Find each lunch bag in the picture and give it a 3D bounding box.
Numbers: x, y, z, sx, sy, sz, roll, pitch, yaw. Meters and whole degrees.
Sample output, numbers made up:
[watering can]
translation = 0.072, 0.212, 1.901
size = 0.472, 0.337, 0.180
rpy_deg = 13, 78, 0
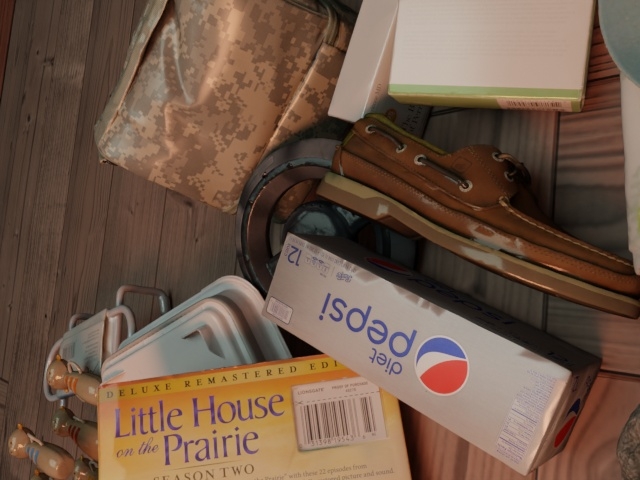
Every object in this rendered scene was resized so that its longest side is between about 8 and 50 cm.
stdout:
[lunch bag]
translation = -0.108, -0.197, 0.789
size = 0.305, 0.256, 0.212
rpy_deg = -56, 46, 25

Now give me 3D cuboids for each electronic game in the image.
[electronic game]
translation = 0.000, 0.000, 0.730
size = 0.229, 0.048, 0.229
rpy_deg = 5, 101, 27

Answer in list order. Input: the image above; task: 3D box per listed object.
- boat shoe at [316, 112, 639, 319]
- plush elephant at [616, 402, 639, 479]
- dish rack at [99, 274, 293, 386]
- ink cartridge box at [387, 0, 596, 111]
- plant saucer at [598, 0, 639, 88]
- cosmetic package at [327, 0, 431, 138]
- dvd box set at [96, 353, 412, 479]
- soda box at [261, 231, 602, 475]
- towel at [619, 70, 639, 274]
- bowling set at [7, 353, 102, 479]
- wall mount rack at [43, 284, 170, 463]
[boat shoe]
translation = 0.133, -0.035, 0.559
size = 0.307, 0.111, 0.104
rpy_deg = 26, 91, 29
[plush elephant]
translation = 0.293, 0.098, 0.264
size = 0.272, 0.255, 0.329
rpy_deg = 14, 93, 52
[dish rack]
translation = -0.154, 0.225, 0.810
size = 0.333, 0.072, 0.285
rpy_deg = -31, 83, 38
[ink cartridge box]
translation = 0.157, -0.238, 0.576
size = 0.171, 0.056, 0.235
rpy_deg = 7, 93, 23
[plant saucer]
translation = 0.267, -0.169, 0.387
size = 0.195, 0.037, 0.194
rpy_deg = -16, 69, 49
[cosmetic package]
translation = 0.094, -0.231, 0.682
size = 0.060, 0.099, 0.239
rpy_deg = 28, 104, 49
[dvd box set]
translation = -0.051, 0.328, 0.612
size = 0.062, 0.308, 0.420
rpy_deg = 84, 177, -70
[soda box]
translation = 0.087, 0.084, 0.580
size = 0.286, 0.098, 0.091
rpy_deg = 26, 102, 34
[towel]
translation = 0.343, -0.163, 0.387
size = 0.321, 0.090, 0.374
rpy_deg = -7, 77, 48
[bowling set]
translation = -0.405, 0.332, 0.970
size = 0.154, 0.200, 0.286
rpy_deg = 12, 118, 33
[wall mount rack]
translation = -0.344, 0.246, 1.079
size = 0.350, 0.131, 0.304
rpy_deg = -26, 60, 44
